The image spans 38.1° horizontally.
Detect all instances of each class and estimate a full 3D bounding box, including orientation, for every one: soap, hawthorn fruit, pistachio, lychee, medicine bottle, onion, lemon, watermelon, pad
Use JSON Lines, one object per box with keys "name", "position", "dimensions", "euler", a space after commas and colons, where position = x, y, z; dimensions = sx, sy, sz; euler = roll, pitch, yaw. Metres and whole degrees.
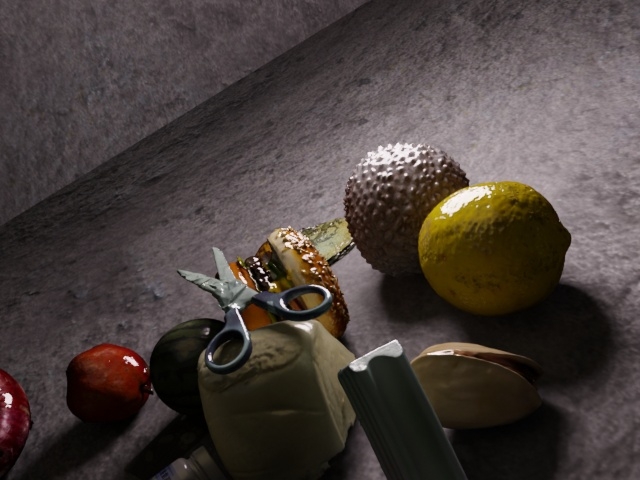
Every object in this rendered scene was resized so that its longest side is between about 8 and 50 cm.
{"name": "soap", "position": [0.135, 0.310, 1.466], "dimensions": [0.095, 0.289, 0.173], "euler": [-24, -9, -11]}
{"name": "hawthorn fruit", "position": [-0.459, 0.322, 2.070], "dimensions": [0.202, 0.185, 0.185], "euler": [4, 38, 19]}
{"name": "pistachio", "position": [0.260, 0.240, 1.562], "dimensions": [0.229, 0.157, 0.157], "euler": [-1, 37, 22]}
{"name": "lychee", "position": [0.182, -0.069, 1.994], "dimensions": [0.300, 0.300, 0.300], "euler": [-22, 29, 13]}
{"name": "medicine bottle", "position": [-0.267, 0.469, 1.706], "dimensions": [0.186, 0.103, 0.103], "euler": [-35, 28, -11]}
{"name": "onion", "position": [-0.803, 0.439, 2.137], "dimensions": [0.314, 0.232, 0.314], "euler": [-12, 56, 18]}
{"name": "lemon", "position": [0.322, 0.017, 1.772], "dimensions": [0.310, 0.258, 0.258], "euler": [-6, 35, 40]}
{"name": "watermelon", "position": [-0.245, 0.261, 1.922], "dimensions": [0.212, 0.212, 0.212], "euler": [-22, 29, 13]}
{"name": "pad", "position": [-0.310, 0.424, 1.925], "dimensions": [0.127, 0.004, 0.190], "euler": [9, 46, 49]}

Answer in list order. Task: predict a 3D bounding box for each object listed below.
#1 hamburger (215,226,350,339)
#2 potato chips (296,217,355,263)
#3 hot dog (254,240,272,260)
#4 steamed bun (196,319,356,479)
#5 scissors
{"name": "hamburger", "position": [-0.070, 0.122, 1.921], "dimensions": [0.225, 0.291, 0.291], "euler": [-30, 28, -4]}
{"name": "potato chips", "position": [0.002, 0.003, 2.325], "dimensions": [0.220, 0.029, 0.202], "euler": [7, 43, 44]}
{"name": "hot dog", "position": [-0.136, 0.089, 2.122], "dimensions": [0.269, 0.115, 0.072], "euler": [-54, 52, 37]}
{"name": "steamed bun", "position": [-0.071, 0.308, 1.687], "dimensions": [0.290, 0.273, 0.272], "euler": [-27, 43, 11]}
{"name": "scissors", "position": [-0.159, 0.102, 1.753], "dimensions": [0.256, 0.029, 0.383], "euler": [-31, 33, -15]}
